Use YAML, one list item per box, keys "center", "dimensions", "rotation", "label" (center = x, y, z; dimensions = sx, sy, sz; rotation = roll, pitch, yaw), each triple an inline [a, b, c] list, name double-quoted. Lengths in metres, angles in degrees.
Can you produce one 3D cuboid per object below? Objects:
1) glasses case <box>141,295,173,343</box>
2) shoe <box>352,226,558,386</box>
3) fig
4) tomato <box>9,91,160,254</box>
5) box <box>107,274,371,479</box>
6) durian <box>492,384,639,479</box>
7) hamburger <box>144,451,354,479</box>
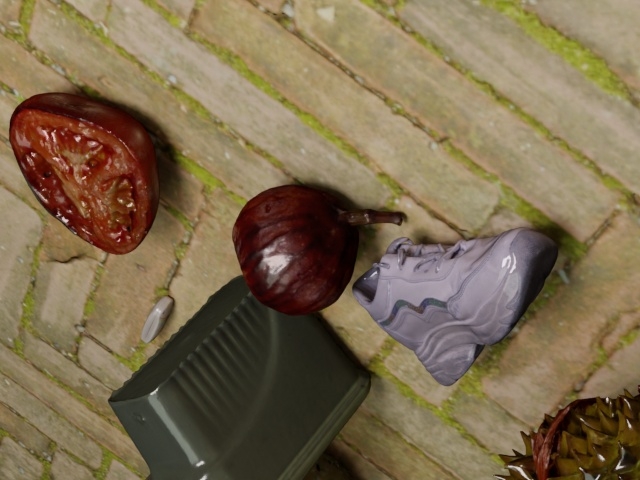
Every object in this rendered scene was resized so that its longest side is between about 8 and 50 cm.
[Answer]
- center: [-0.194, 0.094, 1.514]
  dimensions: [0.021, 0.032, 0.083]
  rotation: [32, 141, 1]
  label: "glasses case"
- center: [0.116, 0.038, 1.166]
  dimensions: [0.138, 0.095, 0.245]
  rotation: [33, 149, 0]
  label: "shoe"
- center: [-0.011, 0.013, 1.215]
  dimensions: [0.150, 0.128, 0.128]
  rotation: [13, 137, 31]
  label: "fig"
- center: [-0.231, -0.078, 1.325]
  dimensions: [0.166, 0.082, 0.174]
  rotation: [19, 135, 16]
  label: "tomato"
- center: [-0.090, 0.169, 1.327]
  dimensions: [0.138, 0.274, 0.178]
  rotation: [-21, 109, 46]
  label: "box"
- center: [0.298, 0.286, 1.101]
  dimensions: [0.348, 0.347, 0.384]
  rotation: [31, 144, 7]
  label: "durian"
- center: [-0.075, 0.377, 1.521]
  dimensions: [0.318, 0.277, 0.195]
  rotation: [50, 144, -17]
  label: "hamburger"
